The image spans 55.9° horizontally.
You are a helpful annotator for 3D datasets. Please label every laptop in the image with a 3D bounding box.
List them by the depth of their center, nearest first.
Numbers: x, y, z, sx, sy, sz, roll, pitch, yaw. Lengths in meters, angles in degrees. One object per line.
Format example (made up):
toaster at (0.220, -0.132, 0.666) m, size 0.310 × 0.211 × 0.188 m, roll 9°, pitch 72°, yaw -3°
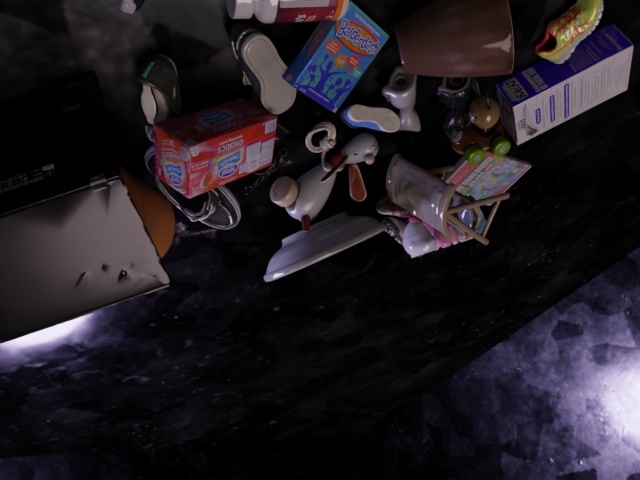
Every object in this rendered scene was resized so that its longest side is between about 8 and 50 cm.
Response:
laptop at (-0.563, -0.064, 1.234) m, size 0.382 × 0.408 × 0.236 m, roll -19°, pitch 158°, yaw -5°

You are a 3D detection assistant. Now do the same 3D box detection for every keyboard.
keyboard at (-0.204, -0.197, 1.555) m, size 0.317 × 0.033 × 0.201 m, roll -38°, pitch 137°, yaw 24°

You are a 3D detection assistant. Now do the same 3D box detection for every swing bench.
swing bench at (0.348, -0.120, 1.741) m, size 0.254 × 0.253 × 0.165 m, roll 4°, pitch 114°, yaw -36°

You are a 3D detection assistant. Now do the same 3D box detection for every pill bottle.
pill bottle at (-0.064, -0.478, 1.148) m, size 0.221 × 0.121 × 0.121 m, roll -10°, pitch 145°, yaw -18°

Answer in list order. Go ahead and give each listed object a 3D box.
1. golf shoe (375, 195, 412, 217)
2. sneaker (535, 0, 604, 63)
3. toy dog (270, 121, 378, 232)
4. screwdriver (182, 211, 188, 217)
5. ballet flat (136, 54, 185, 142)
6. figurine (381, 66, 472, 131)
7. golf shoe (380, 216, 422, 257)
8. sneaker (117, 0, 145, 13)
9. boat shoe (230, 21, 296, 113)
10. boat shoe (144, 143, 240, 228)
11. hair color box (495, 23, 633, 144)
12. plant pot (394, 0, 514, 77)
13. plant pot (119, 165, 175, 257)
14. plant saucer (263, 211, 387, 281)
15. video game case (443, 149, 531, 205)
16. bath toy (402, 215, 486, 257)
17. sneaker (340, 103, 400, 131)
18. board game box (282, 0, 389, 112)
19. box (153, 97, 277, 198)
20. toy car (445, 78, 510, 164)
golf shoe at (0.256, -0.098, 1.924) m, size 0.186 × 0.067 × 0.086 m, roll -5°, pitch 145°, yaw -24°
sneaker at (0.614, -0.532, 1.500) m, size 0.094 × 0.081 × 0.208 m, roll 2°, pitch 139°, yaw -22°
toy dog at (0.017, -0.143, 1.638) m, size 0.220 × 0.161 × 0.334 m, roll 7°, pitch 137°, yaw -37°
screwdriver at (-0.377, -0.114, 1.589) m, size 0.025 × 0.024 × 0.170 m, roll -46°, pitch 144°, yaw -18°
ballet flat at (-0.341, -0.268, 1.310) m, size 0.095 × 0.096 × 0.280 m, roll 18°, pitch 146°, yaw 19°
figurine at (0.275, -0.339, 1.526) m, size 0.215 × 0.092 × 0.209 m, roll 3°, pitch 156°, yaw 16°
golf shoe at (0.296, -0.041, 2.025) m, size 0.120 × 0.105 × 0.273 m, roll -50°, pitch 145°, yaw 9°
sneaker at (-0.240, -0.489, 1.048) m, size 0.153 × 0.101 × 0.268 m, roll 14°, pitch 130°, yaw -39°
boat shoe at (-0.126, -0.367, 1.306) m, size 0.095 × 0.079 × 0.254 m, roll -42°, pitch 154°, yaw 1°
boat shoe at (-0.315, -0.103, 1.504) m, size 0.121 × 0.119 × 0.335 m, roll -31°, pitch 139°, yaw 16°
hair color box at (0.665, -0.422, 1.660) m, size 0.339 × 0.110 × 0.185 m, roll -28°, pitch 148°, yaw 6°
plant pot at (0.288, -0.453, 1.341) m, size 0.230 × 0.215 × 0.215 m, roll -10°, pitch 148°, yaw 10°
plant pot at (-0.483, -0.039, 1.419) m, size 0.291 × 0.291 × 0.203 m, roll -38°, pitch 159°, yaw 23°
plant saucer at (0.000, 0.000, 1.801) m, size 0.400 × 0.100 × 0.400 m, roll -23°, pitch 180°, yaw 0°
video game case at (0.527, -0.205, 1.965) m, size 0.285 × 0.025 × 0.204 m, roll 7°, pitch 137°, yaw -37°
bath toy at (0.385, -0.038, 1.949) m, size 0.348 × 0.129 × 0.151 m, roll -15°, pitch 174°, yaw -41°
sneaker at (0.122, -0.310, 1.532) m, size 0.152 × 0.084 × 0.058 m, roll 6°, pitch 95°, yaw -26°
board game box at (0.036, -0.402, 1.320) m, size 0.160 × 0.047 × 0.210 m, roll 18°, pitch 113°, yaw -51°
box at (-0.228, -0.209, 1.328) m, size 0.257 × 0.122 × 0.128 m, roll -31°, pitch 142°, yaw -42°
toy car at (0.423, -0.331, 1.622) m, size 0.149 × 0.155 × 0.188 m, roll -19°, pitch 137°, yaw -5°
